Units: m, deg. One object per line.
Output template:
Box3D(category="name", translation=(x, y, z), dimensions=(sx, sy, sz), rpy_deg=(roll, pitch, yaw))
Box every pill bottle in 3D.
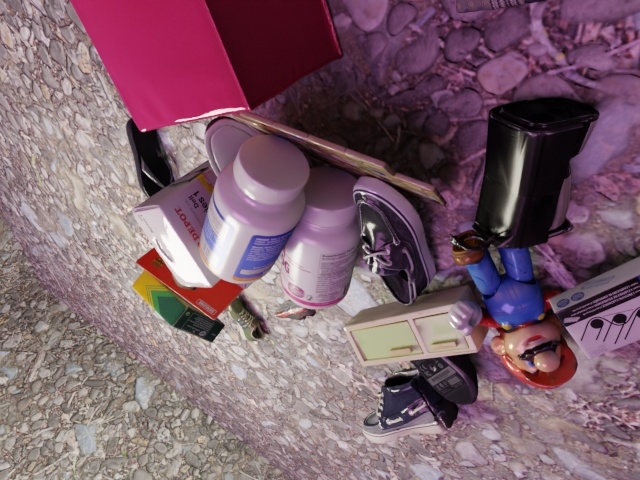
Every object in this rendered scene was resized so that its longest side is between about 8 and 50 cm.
Box3D(category="pill bottle", translation=(-0.115, -0.048, 0.742), dimensions=(0.152, 0.152, 0.272), rpy_deg=(40, 140, 4))
Box3D(category="pill bottle", translation=(0.000, 0.000, 0.890), dimensions=(0.161, 0.160, 0.282), rpy_deg=(27, 137, 19))

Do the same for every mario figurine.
Box3D(category="mario figurine", translation=(0.344, 0.127, 0.707), dimensions=(0.198, 0.170, 0.320), rpy_deg=(-11, 115, 48))

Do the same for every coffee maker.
Box3D(category="coffee maker", translation=(0.271, -0.084, 0.573), dimensions=(0.120, 0.171, 0.178), rpy_deg=(30, 141, 42))

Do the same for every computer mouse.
Box3D(category="computer mouse", translation=(0.260, 0.247, 0.976), dimensions=(0.272, 0.072, 0.188), rpy_deg=(49, 141, 10))

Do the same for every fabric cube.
Box3D(category="fabric cube", translation=(-0.165, -0.340, 0.643), dimensions=(0.259, 0.259, 0.253), rpy_deg=(2, 125, 37))

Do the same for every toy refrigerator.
Box3D(category="toy refrigerator", translation=(0.186, 0.182, 0.875), dimensions=(0.270, 0.094, 0.102), rpy_deg=(-21, 97, 39))

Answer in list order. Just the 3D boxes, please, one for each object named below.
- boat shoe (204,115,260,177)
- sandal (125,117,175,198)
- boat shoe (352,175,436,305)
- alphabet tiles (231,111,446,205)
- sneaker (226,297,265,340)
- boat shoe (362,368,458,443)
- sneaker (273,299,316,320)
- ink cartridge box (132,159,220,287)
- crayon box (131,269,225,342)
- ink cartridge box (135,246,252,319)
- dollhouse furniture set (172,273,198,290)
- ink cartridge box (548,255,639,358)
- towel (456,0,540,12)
Box3D(category="boat shoe", translation=(-0.134, -0.142, 0.839), dimensions=(0.091, 0.115, 0.302), rpy_deg=(58, -179, 35))
Box3D(category="sandal", translation=(-0.444, -0.201, 1.137), dimensions=(0.055, 0.097, 0.254), rpy_deg=(16, 134, 29))
Box3D(category="boat shoe", translation=(0.125, 0.016, 0.782), dimensions=(0.108, 0.102, 0.301), rpy_deg=(18, 153, 40))
Box3D(category="alphabet tiles", translation=(0.034, -0.131, 0.694), dimensions=(0.343, 0.285, 0.011), rpy_deg=(25, 97, 21))
Box3D(category="sneaker", translation=(-0.241, 0.265, 1.426), dimensions=(0.086, 0.064, 0.192), rpy_deg=(3, 128, 29))
Box3D(category="boat shoe", translation=(0.203, 0.448, 1.177), dimensions=(0.158, 0.127, 0.341), rpy_deg=(52, 133, 0))
Box3D(category="sneaker", translation=(-0.075, 0.211, 1.233), dimensions=(0.158, 0.061, 0.064), rpy_deg=(-18, 119, 48))
Box3D(category="ink cartridge box", translation=(-0.223, -0.058, 0.933), dimensions=(0.117, 0.278, 0.201), rpy_deg=(-2, 124, 43))
Box3D(category="crayon box", translation=(-0.499, 0.212, 1.463), dimensions=(0.323, 0.083, 0.203), rpy_deg=(30, 170, 36))
Box3D(category="ink cartridge box", translation=(-0.299, 0.039, 1.119), dimensions=(0.275, 0.239, 0.060), rpy_deg=(32, 140, 13))
Box3D(category="dollhouse furniture set", translation=(-0.397, 0.099, 1.378), dimensions=(0.212, 0.161, 0.242), rpy_deg=(34, 163, 12))
Box3D(category="ink cartridge box", translation=(0.452, 0.081, 0.604), dimensions=(0.207, 0.046, 0.097), rpy_deg=(-35, 100, 25))
Box3D(category="towel", translation=(0.259, -0.409, 0.392), dimensions=(0.313, 0.056, 0.323), rpy_deg=(10, 133, 38))
